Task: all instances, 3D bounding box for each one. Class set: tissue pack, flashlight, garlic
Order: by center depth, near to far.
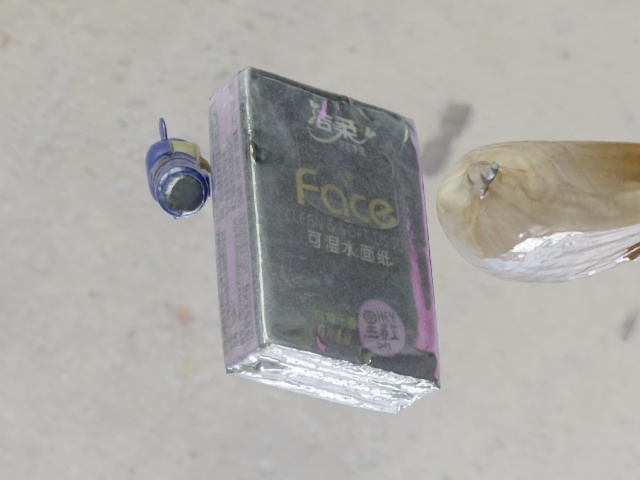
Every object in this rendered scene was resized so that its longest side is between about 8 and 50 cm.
[{"bbox_3d":[0.000,0.000,0.989,0.112,0.051,0.156,16,55,-35],"label":"tissue pack"},{"bbox_3d":[-0.072,-0.033,1.053,0.035,0.121,0.057,-8,100,-7],"label":"flashlight"},{"bbox_3d":[0.133,-0.027,1.165,0.198,0.128,0.090,5,74,-37],"label":"garlic"}]
